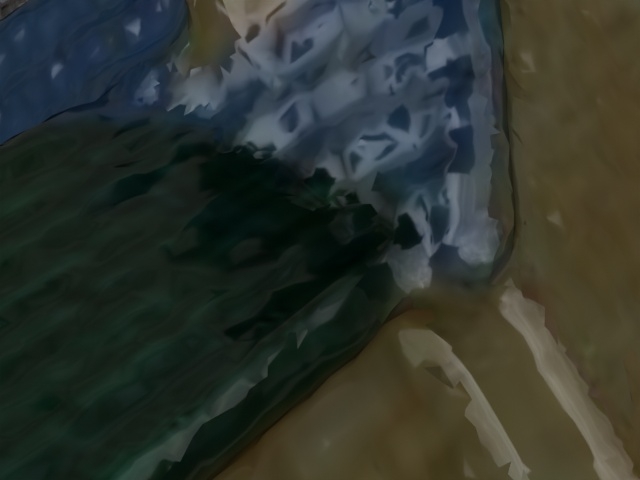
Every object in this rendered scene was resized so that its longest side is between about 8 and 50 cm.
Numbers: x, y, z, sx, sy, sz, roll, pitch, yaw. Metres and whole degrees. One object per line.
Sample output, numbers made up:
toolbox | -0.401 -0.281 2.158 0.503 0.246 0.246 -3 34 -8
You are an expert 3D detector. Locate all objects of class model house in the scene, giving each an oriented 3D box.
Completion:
model house | -0.049 0.077 0.532 0.334 0.382 0.343 -22 104 44

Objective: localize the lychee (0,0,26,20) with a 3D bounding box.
lychee | -0.258 -0.204 1.120 0.165 0.197 0.165 0 128 0
